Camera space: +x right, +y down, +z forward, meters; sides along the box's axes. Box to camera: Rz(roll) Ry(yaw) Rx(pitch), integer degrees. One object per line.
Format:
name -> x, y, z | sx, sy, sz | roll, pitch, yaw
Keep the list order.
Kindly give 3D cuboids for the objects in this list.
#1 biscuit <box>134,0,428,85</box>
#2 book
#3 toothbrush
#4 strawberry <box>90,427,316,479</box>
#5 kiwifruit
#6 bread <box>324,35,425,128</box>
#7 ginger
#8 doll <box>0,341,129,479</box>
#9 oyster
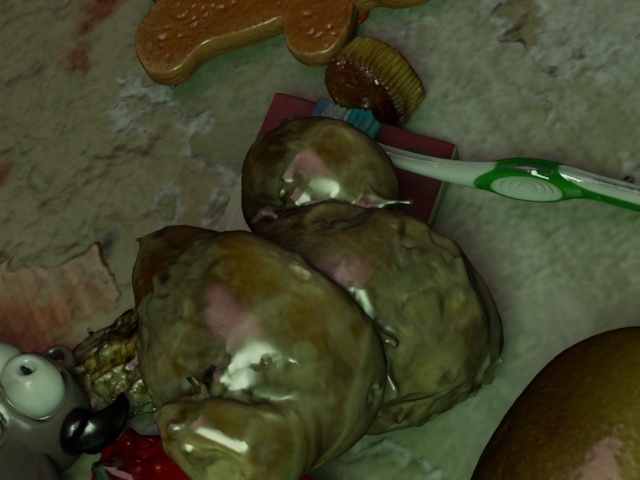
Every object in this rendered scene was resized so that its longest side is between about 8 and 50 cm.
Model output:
biscuit -> -0.016, -0.233, 1.611 | 0.324, 0.049, 0.205 | -15, 56, 15
book -> 0.000, 0.000, 1.440 | 0.162, 0.022, 0.232 | 17, 67, 10
toothbrush -> 0.171, -0.042, 1.382 | 0.418, 0.042, 0.040 | 17, 60, 24
strawberry -> -0.071, 0.224, 1.277 | 0.201, 0.184, 0.187 | -4, 48, -14
kiwifruit -> 0.198, 0.164, 1.172 | 0.196, 0.196, 0.234 | 29, 79, 35
bread -> 0.042, -0.125, 1.495 | 0.085, 0.085, 0.053 | 23, 63, 33
ginger -> -0.014, 0.059, 1.257 | 0.256, 0.375, 0.176 | 45, 123, 2
doll -> -0.265, 0.177, 1.383 | 0.182, 0.117, 0.257 | 14, 59, 27
oyster -> -0.142, 0.090, 1.459 | 0.177, 0.056, 0.105 | -20, 46, 17
